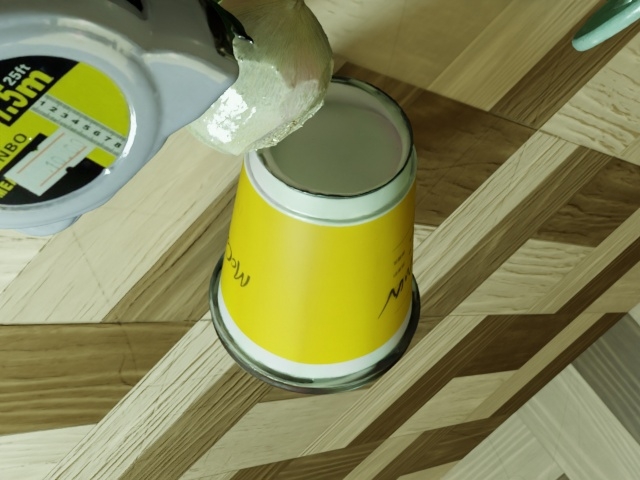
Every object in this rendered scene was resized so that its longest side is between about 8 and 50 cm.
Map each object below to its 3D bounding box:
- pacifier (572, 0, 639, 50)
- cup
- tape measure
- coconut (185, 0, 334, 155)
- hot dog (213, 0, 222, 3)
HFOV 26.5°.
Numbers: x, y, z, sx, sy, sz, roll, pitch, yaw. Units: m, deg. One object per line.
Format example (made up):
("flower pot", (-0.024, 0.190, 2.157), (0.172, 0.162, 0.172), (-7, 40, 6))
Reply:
("pacifier", (0.391, -0.240, 1.168), (0.343, 0.269, 0.288), (-42, -177, 5))
("cup", (0.000, 0.000, 1.172), (0.196, 0.196, 0.279), (-29, 151, -23))
("tape measure", (-0.165, -0.096, 0.758), (0.196, 0.105, 0.178), (-36, 140, 19))
("coconut", (-0.043, -0.123, 0.930), (0.110, 0.110, 0.124), (-16, 157, -46))
("hot dog", (-0.021, -0.215, 0.817), (0.249, 0.068, 0.100), (-36, 161, -5))
